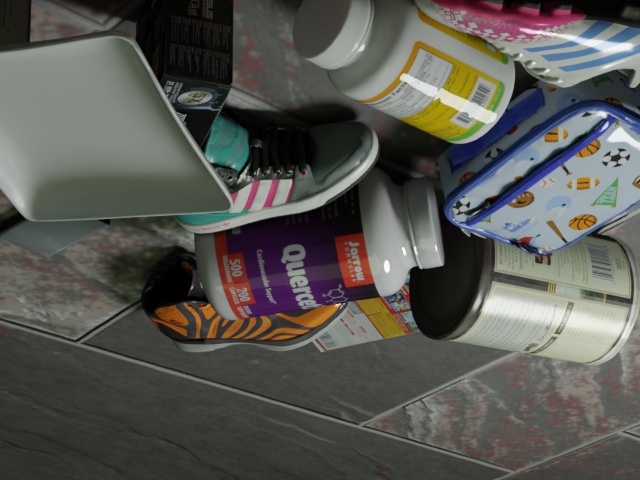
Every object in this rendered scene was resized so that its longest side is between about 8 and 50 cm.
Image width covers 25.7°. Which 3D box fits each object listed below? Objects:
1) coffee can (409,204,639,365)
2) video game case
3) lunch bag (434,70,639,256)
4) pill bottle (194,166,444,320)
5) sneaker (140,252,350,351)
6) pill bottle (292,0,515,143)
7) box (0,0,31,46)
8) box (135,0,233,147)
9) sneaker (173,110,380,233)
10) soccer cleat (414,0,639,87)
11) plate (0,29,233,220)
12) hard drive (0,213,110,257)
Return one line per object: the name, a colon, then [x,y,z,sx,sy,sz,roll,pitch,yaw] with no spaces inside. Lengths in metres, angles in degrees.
coffee can: [0.297,0.067,2.055,0.275,0.201,0.201,12,147,-25]
video game case: [0.099,0.107,2.284,0.285,0.025,0.204,-13,149,16]
lunch bag: [0.303,-0.100,1.838,0.243,0.115,0.303,20,137,-36]
pill bottle: [0.000,0.000,1.926,0.323,0.181,0.181,-10,150,10]
sneaker: [-0.125,0.088,2.125,0.321,0.124,0.180,-14,150,17]
pill bottle: [0.093,-0.212,1.610,0.246,0.136,0.136,21,143,-35]
box: [-0.447,-0.208,1.565,0.149,0.126,0.232,23,141,-39]
box: [-0.153,-0.205,1.548,0.078,0.180,0.147,9,148,-18]
sneaker: [-0.086,-0.115,1.787,0.296,0.123,0.178,-19,150,13]
soccer cleat: [0.247,-0.234,1.593,0.331,0.116,0.143,4,134,-17]
plate: [-0.259,-0.123,1.495,0.278,0.045,0.277,-2,142,24]
hard drive: [-0.380,-0.022,2.005,0.135,0.022,0.094,-25,144,33]
